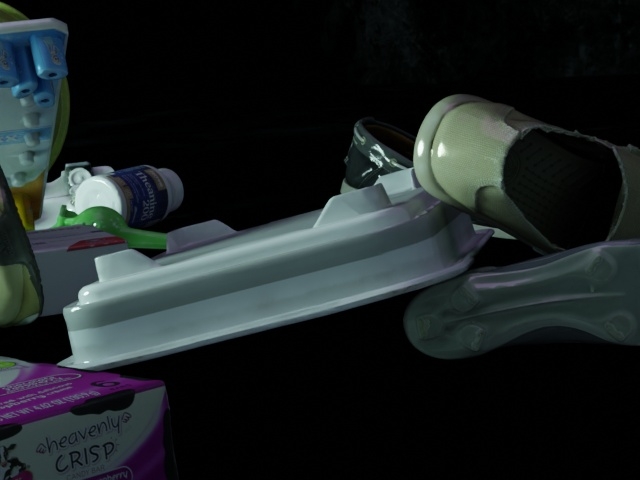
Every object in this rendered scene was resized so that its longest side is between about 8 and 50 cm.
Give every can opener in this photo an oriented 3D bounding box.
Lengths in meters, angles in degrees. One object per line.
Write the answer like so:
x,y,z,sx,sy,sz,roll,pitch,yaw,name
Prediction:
-0.351,-0.030,2.203,0.280,0.074,0.093,-6,-27,-13,can opener

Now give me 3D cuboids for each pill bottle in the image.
-0.201,-0.045,2.132,0.067,0.067,0.120,-1,10,34,pill bottle

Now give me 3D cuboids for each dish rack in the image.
-0.030,0.012,1.406,0.285,0.072,0.333,-15,2,11,dish rack

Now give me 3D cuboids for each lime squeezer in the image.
-0.215,-0.009,1.933,0.110,0.059,0.310,-14,10,-42,lime squeezer

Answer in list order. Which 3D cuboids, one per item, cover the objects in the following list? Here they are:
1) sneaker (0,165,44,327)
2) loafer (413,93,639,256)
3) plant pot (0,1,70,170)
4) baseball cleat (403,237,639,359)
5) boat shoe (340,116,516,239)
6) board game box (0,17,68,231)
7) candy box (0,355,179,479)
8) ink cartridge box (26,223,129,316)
-0.366,0.027,1.595,0.182,0.158,0.410,-27,13,-35,sneaker
0.188,-0.019,1.351,0.268,0.102,0.092,18,6,-26,loafer
-0.440,-0.155,2.315,0.276,0.276,0.254,-6,6,-2,plant pot
0.157,0.032,1.297,0.205,0.072,0.109,-4,8,8,baseball cleat
0.125,-0.051,1.778,0.233,0.079,0.084,18,13,28,boat shoe
-0.434,-0.062,1.824,0.390,0.050,0.390,-9,-23,-16,board game box
-0.205,0.110,1.018,0.159,0.071,0.233,-14,10,-41,candy box
-0.224,0.025,1.689,0.099,0.056,0.135,-8,9,-19,ink cartridge box
